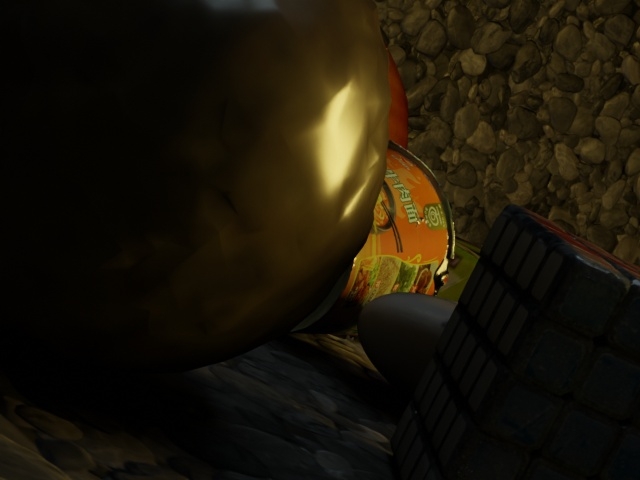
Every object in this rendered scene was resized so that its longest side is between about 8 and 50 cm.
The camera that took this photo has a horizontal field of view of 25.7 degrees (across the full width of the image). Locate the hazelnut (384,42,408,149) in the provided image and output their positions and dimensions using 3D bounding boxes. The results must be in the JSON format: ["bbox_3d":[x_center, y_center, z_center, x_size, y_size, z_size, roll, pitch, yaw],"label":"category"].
[{"bbox_3d":[-0.051,-0.164,1.923,0.366,0.366,0.366,26,7,-3],"label":"hazelnut"}]

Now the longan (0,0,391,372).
[{"bbox_3d":[-0.129,-0.099,0.965,0.391,0.391,0.391,26,7,-3],"label":"longan"}]

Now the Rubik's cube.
[{"bbox_3d":[0.207,0.136,1.059,0.237,0.237,0.238,27,6,-6],"label":"Rubik's cube"}]

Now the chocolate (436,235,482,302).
[{"bbox_3d":[0.206,0.086,1.842,0.301,0.137,0.289,21,9,-36],"label":"chocolate"}]

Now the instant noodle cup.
[{"bbox_3d":[0.000,0.000,1.457,0.230,0.230,0.182,29,16,25],"label":"instant noodle cup"}]

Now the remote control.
[{"bbox_3d":[0.178,0.136,1.322,0.332,0.103,0.221,20,-16,37],"label":"remote control"}]
